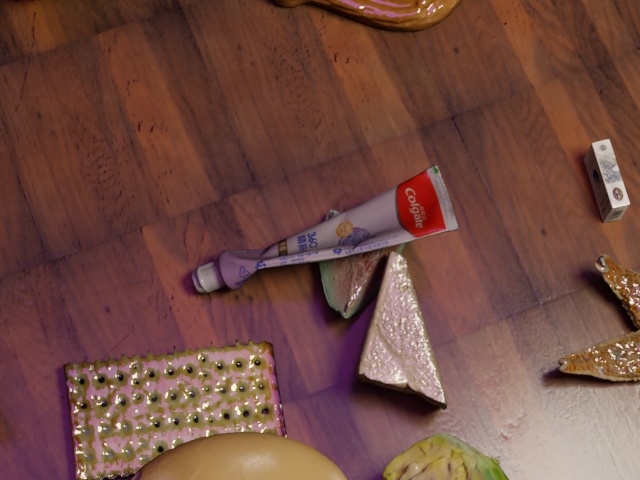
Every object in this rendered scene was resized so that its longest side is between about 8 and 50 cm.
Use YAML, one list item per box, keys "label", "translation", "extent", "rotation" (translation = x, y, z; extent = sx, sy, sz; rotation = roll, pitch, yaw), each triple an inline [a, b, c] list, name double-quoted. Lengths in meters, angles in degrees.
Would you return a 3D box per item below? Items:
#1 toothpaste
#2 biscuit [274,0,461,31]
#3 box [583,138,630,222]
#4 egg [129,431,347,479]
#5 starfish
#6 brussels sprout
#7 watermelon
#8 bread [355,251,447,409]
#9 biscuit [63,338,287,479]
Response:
- label: "toothpaste"
  translation: [0.000, 0.000, 1.579]
  extent: [0.301, 0.048, 0.075]
  rotation: [-19, 40, 12]
- label: "biscuit"
  translation: [0.097, -0.449, 1.782]
  extent: [0.455, 0.078, 0.350]
  rotation: [-42, 74, -16]
- label: "box"
  translation: [0.331, -0.068, 1.665]
  extent: [0.024, 0.054, 0.083]
  rotation: [-13, 72, -4]
- label: "egg"
  translation: [-0.080, 0.289, 1.439]
  extent: [0.244, 0.201, 0.201]
  rotation: [-16, 72, -21]
- label: "starfish"
  translation: [0.377, 0.123, 1.606]
  extent: [0.231, 0.048, 0.295]
  rotation: [14, 72, -9]
- label: "brussels sprout"
  translation: [0.136, 0.288, 1.496]
  extent: [0.151, 0.122, 0.149]
  rotation: [2, 60, 34]
- label: "watermelon"
  translation: [0.042, 0.014, 1.611]
  extent: [0.101, 0.080, 0.155]
  rotation: [19, 81, 6]
- label: "bread"
  translation: [0.105, 0.098, 1.569]
  extent: [0.105, 0.077, 0.152]
  rotation: [15, 82, 5]
- label: "biscuit"
  translation: [-0.157, 0.183, 1.565]
  extent: [0.231, 0.016, 0.139]
  rotation: [-7, 72, -6]
